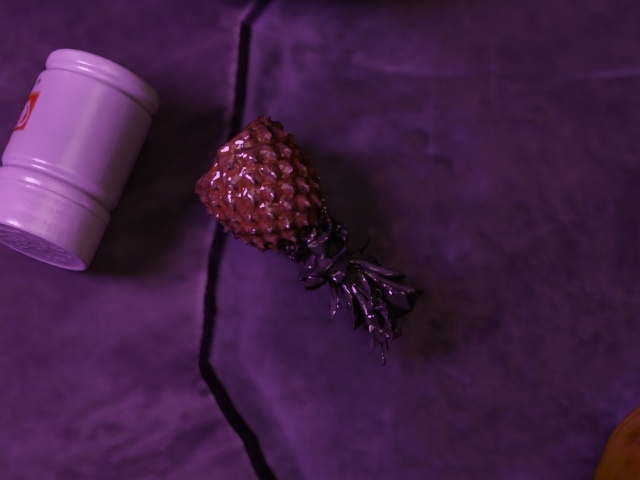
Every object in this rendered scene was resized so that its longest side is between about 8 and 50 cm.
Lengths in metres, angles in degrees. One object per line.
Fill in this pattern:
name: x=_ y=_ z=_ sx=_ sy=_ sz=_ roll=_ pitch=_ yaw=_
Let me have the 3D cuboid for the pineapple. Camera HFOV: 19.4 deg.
pineapple: x=0.000 y=0.000 z=0.868 sx=0.124 sy=0.058 sz=0.058 roll=43 pitch=74 yaw=-1

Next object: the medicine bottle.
medicine bottle: x=-0.114 y=-0.037 z=0.852 sx=0.057 sy=0.057 sz=0.089 roll=22 pitch=75 yaw=-6

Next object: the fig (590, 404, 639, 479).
fig: x=0.213 y=0.151 z=0.826 sx=0.181 sy=0.181 sz=0.191 roll=-21 pitch=105 yaw=-14
